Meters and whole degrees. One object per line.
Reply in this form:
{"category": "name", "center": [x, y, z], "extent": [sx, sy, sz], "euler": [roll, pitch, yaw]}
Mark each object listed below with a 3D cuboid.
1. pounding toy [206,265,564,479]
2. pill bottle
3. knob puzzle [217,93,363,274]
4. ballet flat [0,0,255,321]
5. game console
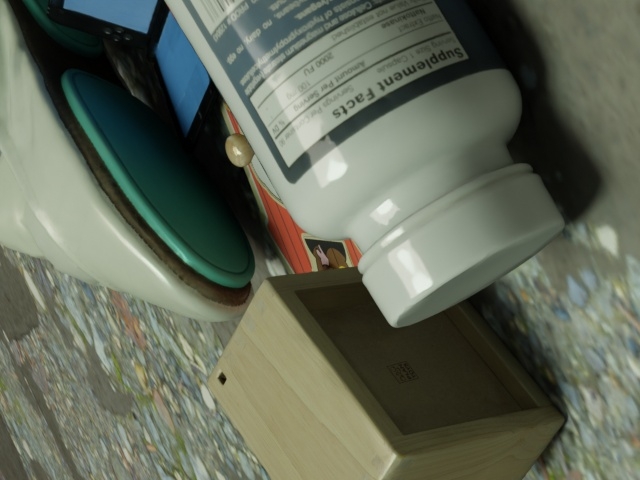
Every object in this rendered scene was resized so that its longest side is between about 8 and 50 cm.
{"category": "pounding toy", "center": [0.040, 0.090, 0.857], "extent": [0.130, 0.141, 0.100], "euler": [52, 129, 30]}
{"category": "pill bottle", "center": [0.019, -0.061, 0.740], "extent": [0.180, 0.108, 0.108], "euler": [60, 160, 11]}
{"category": "knob puzzle", "center": [0.000, 0.000, 0.973], "extent": [0.213, 0.030, 0.213], "euler": [50, 156, 33]}
{"category": "ballet flat", "center": [-0.175, -0.074, 1.143], "extent": [0.400, 0.139, 0.139], "euler": [56, 159, 28]}
{"category": "game console", "center": [-0.107, -0.113, 1.035], "extent": [0.122, 0.107, 0.071], "euler": [126, 160, -67]}
